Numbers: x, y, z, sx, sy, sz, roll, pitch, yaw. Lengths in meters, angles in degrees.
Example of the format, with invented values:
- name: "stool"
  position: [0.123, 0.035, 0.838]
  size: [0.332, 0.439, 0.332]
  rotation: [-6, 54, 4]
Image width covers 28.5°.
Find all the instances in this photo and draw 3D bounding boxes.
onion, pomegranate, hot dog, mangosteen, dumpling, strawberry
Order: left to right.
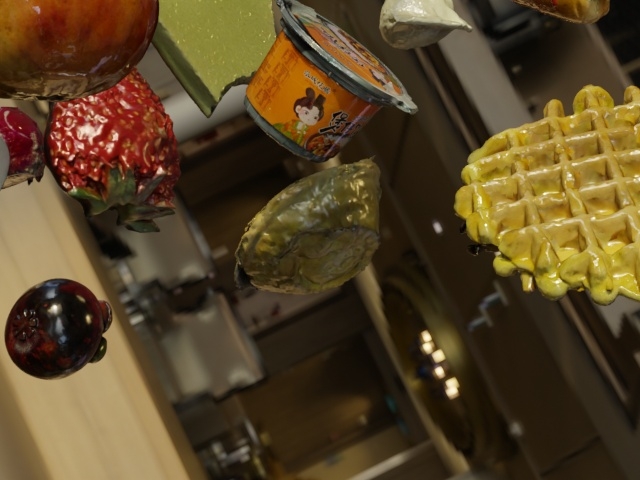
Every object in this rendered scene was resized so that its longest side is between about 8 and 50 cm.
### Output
- name: "onion"
  position: [-0.538, -0.136, 1.937]
  size: [0.218, 0.195, 0.139]
  rotation: [-13, 98, -70]
- name: "pomegranate"
  position: [-0.287, -0.276, 1.285]
  size: [0.252, 0.229, 0.270]
  rotation: [9, 79, -62]
- name: "mangosteen"
  position: [-0.444, 0.158, 2.169]
  size: [0.200, 0.200, 0.200]
  rotation: [64, -4, 8]
- name: "strawberry"
  position: [-0.296, -0.179, 1.843]
  size: [0.233, 0.138, 0.306]
  rotation: [20, 54, -49]
- name: "dumpling"
  position: [0.190, -0.397, 2.237]
  size: [0.216, 0.166, 0.126]
  rotation: [97, 3, -84]
- name: "hot dog"
  position: [0.250, -0.310, 1.409]
  size: [0.076, 0.104, 0.250]
  rotation: [20, 13, -31]

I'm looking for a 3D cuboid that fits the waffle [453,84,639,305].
- name: "waffle"
  position: [0.281, -0.049, 1.182]
  size: [0.329, 0.329, 0.062]
  rotation: [-121, -167, -54]

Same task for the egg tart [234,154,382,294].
- name: "egg tart"
  position: [0.000, 0.000, 1.611]
  size: [0.232, 0.252, 0.098]
  rotation: [0, 49, -51]

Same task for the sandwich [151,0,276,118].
- name: "sandwich"
  position: [-0.120, -0.303, 1.685]
  size: [0.063, 0.245, 0.212]
  rotation: [-9, -58, 54]

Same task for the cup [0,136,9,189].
- name: "cup"
  position: [-0.518, -0.116, 1.432]
  size: [0.257, 0.219, 0.289]
  rotation: [44, 15, -41]

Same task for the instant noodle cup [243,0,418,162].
- name: "instant noodle cup"
  position: [-0.007, -0.170, 1.432]
  size: [0.208, 0.125, 0.178]
  rotation: [47, 18, 25]
